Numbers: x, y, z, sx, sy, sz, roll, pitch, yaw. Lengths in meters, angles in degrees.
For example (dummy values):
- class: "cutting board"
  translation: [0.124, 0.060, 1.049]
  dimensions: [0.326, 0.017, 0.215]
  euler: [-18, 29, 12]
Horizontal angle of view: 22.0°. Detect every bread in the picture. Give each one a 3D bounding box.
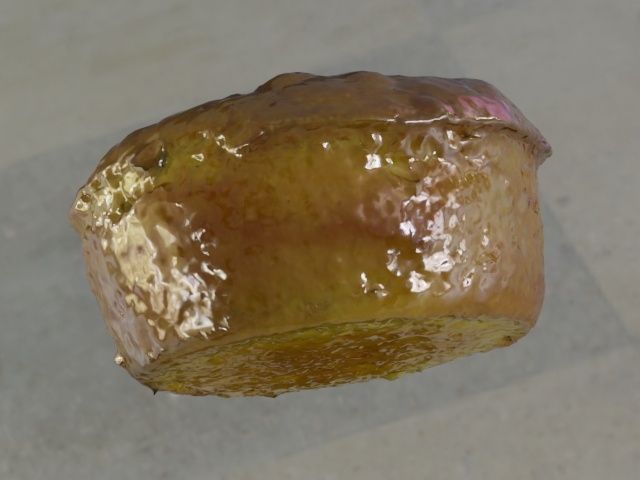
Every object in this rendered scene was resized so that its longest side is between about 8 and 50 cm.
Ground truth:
- class: "bread"
  translation: [0.004, 0.000, 1.025]
  dimensions: [0.312, 0.172, 0.312]
  euler: [-9, -10, -2]
